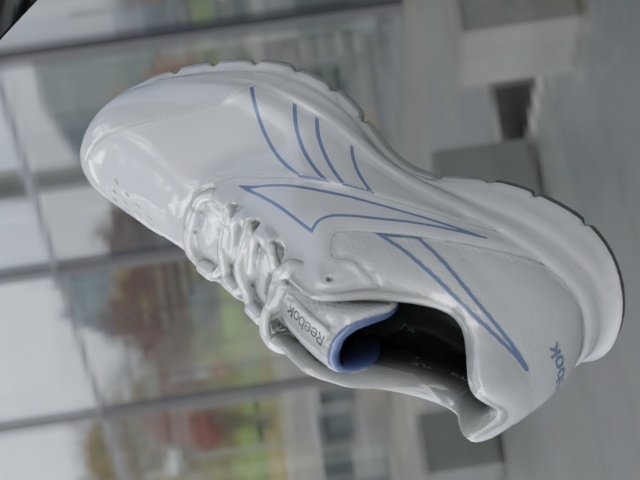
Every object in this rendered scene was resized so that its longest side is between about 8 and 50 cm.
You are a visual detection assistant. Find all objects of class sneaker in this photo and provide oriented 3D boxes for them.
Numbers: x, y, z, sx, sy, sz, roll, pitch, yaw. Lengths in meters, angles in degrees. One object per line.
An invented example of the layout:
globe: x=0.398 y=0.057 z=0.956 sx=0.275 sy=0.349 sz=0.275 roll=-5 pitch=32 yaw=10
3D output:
sneaker: x=0.000 y=0.000 z=0.977 sx=0.129 sy=0.297 sz=0.111 roll=-44 pitch=-31 yaw=-47

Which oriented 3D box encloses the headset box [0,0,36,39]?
headset box: x=-0.195 y=-0.118 z=0.409 sx=0.218 sy=0.293 sz=0.110 roll=-92 pitch=6 yaw=-75
